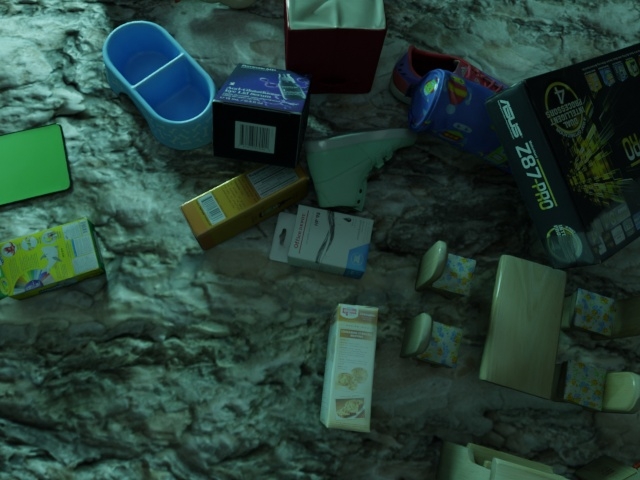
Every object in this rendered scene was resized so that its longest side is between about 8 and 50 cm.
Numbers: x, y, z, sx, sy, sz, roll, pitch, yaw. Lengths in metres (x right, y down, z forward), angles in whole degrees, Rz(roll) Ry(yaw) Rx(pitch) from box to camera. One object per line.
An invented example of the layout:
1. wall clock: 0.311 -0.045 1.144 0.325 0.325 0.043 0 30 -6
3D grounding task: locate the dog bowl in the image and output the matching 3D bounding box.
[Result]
1. dog bowl: -0.315 -0.318 0.975 0.166 0.074 0.297 -40 80 -14

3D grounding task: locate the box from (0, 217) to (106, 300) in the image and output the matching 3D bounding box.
1. box: -0.491 0.037 0.873 0.179 0.043 0.105 -17 76 -11

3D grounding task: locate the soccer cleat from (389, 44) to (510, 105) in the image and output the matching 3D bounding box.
1. soccer cleat: 0.301 -0.306 0.990 0.318 0.116 0.109 18 73 2

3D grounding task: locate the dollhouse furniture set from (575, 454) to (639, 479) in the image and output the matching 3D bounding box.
1. dollhouse furniture set: 0.531 0.499 0.780 0.262 0.135 0.259 -21 87 -10

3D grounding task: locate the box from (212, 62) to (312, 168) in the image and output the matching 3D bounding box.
1. box: -0.101 -0.235 0.898 0.153 0.108 0.207 8 37 -2

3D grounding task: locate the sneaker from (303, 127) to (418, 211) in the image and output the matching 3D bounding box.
1. sneaker: 0.087 -0.140 0.956 0.255 0.094 0.151 -17 109 -28

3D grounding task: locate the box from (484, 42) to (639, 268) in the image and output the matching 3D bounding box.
1. box: 0.507 -0.165 0.881 0.394 0.097 0.318 -22 93 -28

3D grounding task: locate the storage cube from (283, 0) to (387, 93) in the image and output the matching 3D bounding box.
1. storage cube: 0.021 -0.425 0.968 0.183 0.193 0.215 -2 72 -4

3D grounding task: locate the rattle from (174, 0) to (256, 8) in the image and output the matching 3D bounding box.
1. rattle: -0.218 -0.583 1.054 0.199 0.130 0.143 -10 69 11

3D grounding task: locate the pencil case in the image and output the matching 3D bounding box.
1. pencil case: 0.307 -0.214 0.928 0.306 0.133 0.119 18 53 -17

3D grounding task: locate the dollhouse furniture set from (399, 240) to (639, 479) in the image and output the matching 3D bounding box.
1. dollhouse furniture set: 0.326 0.213 0.764 0.362 0.256 0.394 16 73 1

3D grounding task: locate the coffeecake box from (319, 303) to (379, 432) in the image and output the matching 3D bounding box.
1. coffeecake box: 0.045 0.209 0.804 0.068 0.142 0.186 7 73 -2

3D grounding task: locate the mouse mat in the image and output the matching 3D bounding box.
1. mouse mat: -0.585 -0.143 0.939 0.189 0.007 0.153 -15 75 -7

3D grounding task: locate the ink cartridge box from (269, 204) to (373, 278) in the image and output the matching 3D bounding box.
1. ink cartridge box: 0.000 0.000 0.907 0.180 0.060 0.104 11 73 0

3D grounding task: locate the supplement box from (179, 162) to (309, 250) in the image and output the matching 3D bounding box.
1. supplement box: -0.137 -0.075 0.913 0.233 0.078 0.080 -27 73 -12
